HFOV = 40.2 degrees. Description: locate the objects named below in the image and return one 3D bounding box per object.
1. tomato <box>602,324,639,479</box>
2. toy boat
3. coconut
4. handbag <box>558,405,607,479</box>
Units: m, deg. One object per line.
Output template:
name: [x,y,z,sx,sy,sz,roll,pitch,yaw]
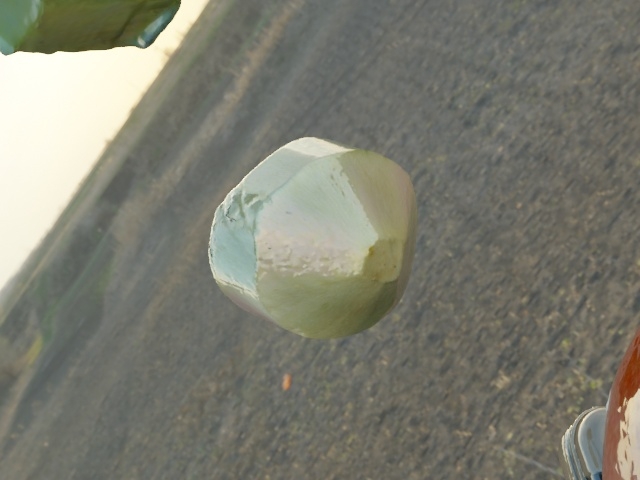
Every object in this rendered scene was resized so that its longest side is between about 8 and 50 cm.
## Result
tomato: [0.314,0.135,0.415,0.272,0.342,0.341,-67,16,-8]
toy boat: [-0.224,-0.202,0.550,0.111,0.276,0.084,-24,35,57]
coconut: [0.000,0.000,1.039,0.259,0.259,0.259,-51,15,19]
handbag: [0.506,0.359,1.210,0.149,0.302,0.283,101,165,-65]
